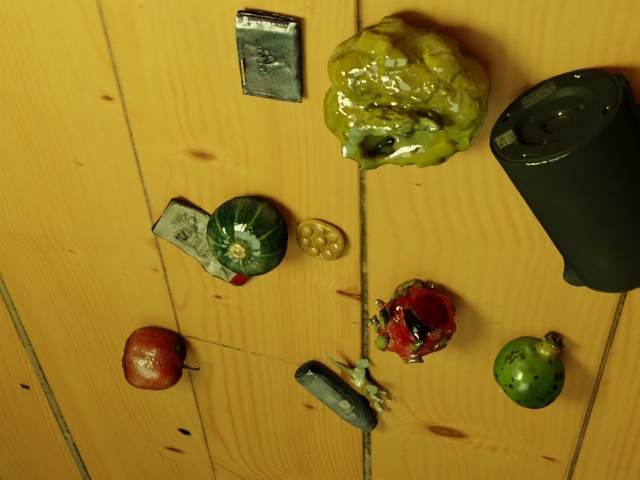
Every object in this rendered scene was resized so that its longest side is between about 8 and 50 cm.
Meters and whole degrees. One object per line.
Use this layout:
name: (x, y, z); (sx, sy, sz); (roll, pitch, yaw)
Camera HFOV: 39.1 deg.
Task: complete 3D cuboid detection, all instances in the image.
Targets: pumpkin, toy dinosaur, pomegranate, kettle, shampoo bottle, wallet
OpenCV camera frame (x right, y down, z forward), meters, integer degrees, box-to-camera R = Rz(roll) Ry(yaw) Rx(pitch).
pumpkin: (-0.144, -0.010, 1.782); (0.167, 0.125, 0.167); (12, 137, 12)
toy dinosaur: (0.085, 0.319, 2.081); (0.212, 0.057, 0.142); (40, 158, 1)
pomegranate: (0.415, 0.261, 1.785); (0.143, 0.122, 0.169); (48, 146, 19)
kettle: (0.437, -0.101, 1.382); (0.308, 0.262, 0.203); (51, 168, -31)
shampoo bottle: (0.043, 0.375, 2.147); (0.233, 0.049, 0.087); (41, 135, -17)
wallet: (-0.083, -0.308, 1.515); (0.111, 0.030, 0.166); (10, 139, 10)

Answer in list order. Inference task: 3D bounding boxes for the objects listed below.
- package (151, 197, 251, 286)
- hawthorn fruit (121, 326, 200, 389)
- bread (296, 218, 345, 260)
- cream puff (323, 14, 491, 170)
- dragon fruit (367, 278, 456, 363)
package: (-0.241, 0.009, 1.924); (0.239, 0.030, 0.154); (34, 138, -10)
hawthorn fruit: (-0.392, 0.294, 2.213); (0.194, 0.157, 0.157); (12, 138, 1)
bread: (0.000, 0.000, 1.797); (0.110, 0.024, 0.110); (15, 137, 14)
cream puff: (0.123, -0.206, 1.401); (0.281, 0.185, 0.282); (15, 136, 16)
dragon fruit: (0.174, 0.165, 1.789); (0.166, 0.160, 0.172); (17, 144, -19)
